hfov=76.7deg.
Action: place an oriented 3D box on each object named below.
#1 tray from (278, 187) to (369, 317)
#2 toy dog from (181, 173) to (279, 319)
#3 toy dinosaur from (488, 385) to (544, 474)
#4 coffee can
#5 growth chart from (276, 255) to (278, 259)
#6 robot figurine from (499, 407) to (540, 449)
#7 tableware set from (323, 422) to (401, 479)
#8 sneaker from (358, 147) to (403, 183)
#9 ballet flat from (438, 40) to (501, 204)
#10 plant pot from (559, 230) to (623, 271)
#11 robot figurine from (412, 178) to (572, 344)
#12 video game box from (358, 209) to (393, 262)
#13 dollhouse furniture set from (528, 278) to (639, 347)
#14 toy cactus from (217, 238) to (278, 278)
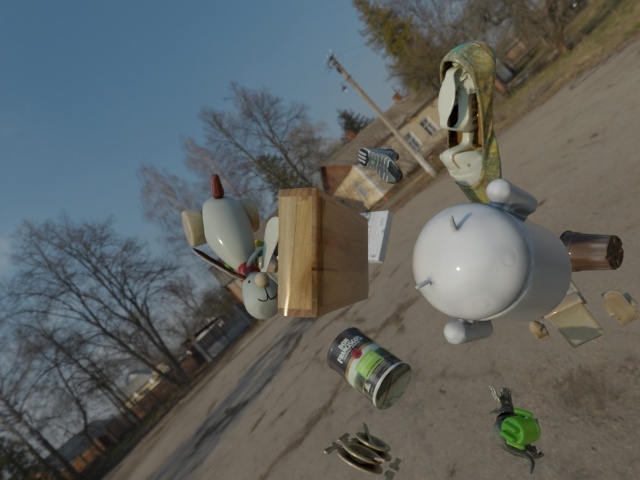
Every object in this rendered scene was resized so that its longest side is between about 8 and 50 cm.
[{"bbox_3d":[0.028,0.031,0.824,0.076,0.202,0.411,-1,-4,17],"label":"tray"},{"bbox_3d":[-0.162,-0.013,0.804,0.220,0.334,0.161,-37,-37,-36],"label":"toy dog"},{"bbox_3d":[0.647,0.656,1.365,0.313,0.160,0.121,-57,-23,-55],"label":"toy dinosaur"},{"bbox_3d":[0.189,0.499,1.603,0.201,0.201,0.275,-43,42,-18],"label":"coffee can"},{"bbox_3d":[0.000,0.000,1.204,0.237,0.021,0.172,-16,13,14],"label":"growth chart"},{"bbox_3d":[0.514,0.486,1.037,0.067,0.115,0.101,15,97,61],"label":"robot figurine"},{"bbox_3d":[0.092,0.397,0.775,0.039,0.128,0.194,-69,-21,-10],"label":"tableware set"},{"bbox_3d":[0.251,-0.285,1.460,0.132,0.228,0.086,-16,-48,-28],"label":"sneaker"},{"bbox_3d":[0.300,-0.221,0.842,0.123,0.348,0.123,-9,23,4],"label":"ballet flat"},{"bbox_3d":[1.003,0.044,1.502,0.167,0.167,0.165,-43,20,-22],"label":"plant pot"},{"bbox_3d":[0.306,0.046,0.731,0.200,0.354,0.299,17,94,51],"label":"robot figurine"},{"bbox_3d":[0.179,-0.011,1.578,0.187,0.048,0.205,-1,68,41],"label":"video game box"},{"bbox_3d":[0.809,0.156,1.375,0.303,0.174,0.355,-37,22,25],"label":"dollhouse furniture set"},{"bbox_3d":[-0.223,0.069,1.330,0.219,0.181,0.112,-26,-46,-64],"label":"toy cactus"}]
